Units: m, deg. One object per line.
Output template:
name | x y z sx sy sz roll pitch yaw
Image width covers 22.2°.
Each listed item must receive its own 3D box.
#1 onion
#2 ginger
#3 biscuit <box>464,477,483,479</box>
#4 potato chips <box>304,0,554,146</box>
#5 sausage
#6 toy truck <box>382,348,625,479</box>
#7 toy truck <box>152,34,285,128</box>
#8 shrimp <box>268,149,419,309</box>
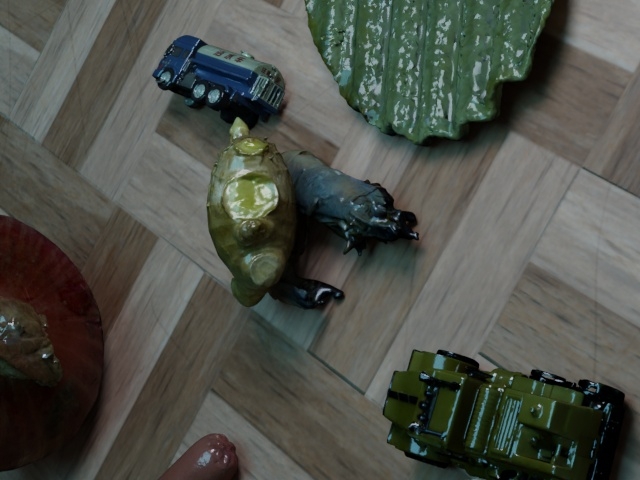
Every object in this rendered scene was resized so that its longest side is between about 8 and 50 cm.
onion | -0.447 0.143 2.067 0.353 0.353 0.354 -18 62 38
ginger | -0.079 -0.039 1.866 0.102 0.157 0.216 -4 77 -4
biscuit | 0.190 0.353 1.529 0.147 0.046 0.250 1 93 42
potato chips | 0.124 -0.305 1.882 0.358 0.070 0.429 -15 64 37
sausage | -0.156 0.288 1.916 0.154 0.062 0.062 -46 48 22
toy truck | 0.166 0.178 1.614 0.257 0.127 0.127 10 83 49
toy truck | -0.127 -0.204 2.075 0.201 0.074 0.088 24 86 45
shrimp | -0.007 -0.002 1.888 0.289 0.075 0.178 27 101 45
